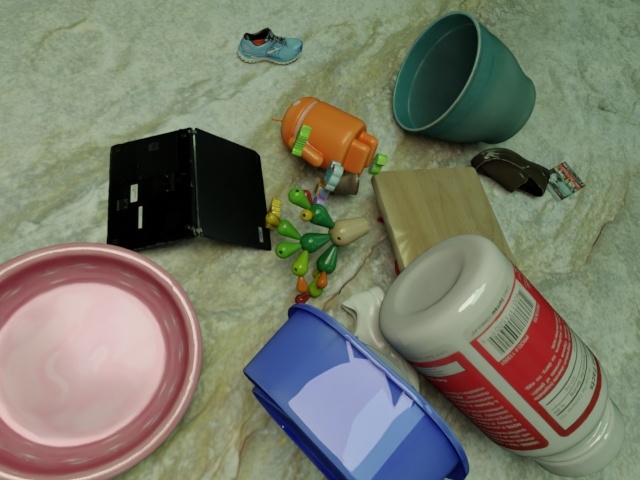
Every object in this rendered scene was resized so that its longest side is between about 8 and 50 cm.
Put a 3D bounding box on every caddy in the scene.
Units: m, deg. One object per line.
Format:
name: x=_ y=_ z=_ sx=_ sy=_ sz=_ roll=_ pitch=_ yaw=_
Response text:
caddy: x=0.048 y=0.240 z=0.638 sx=0.341 sy=0.241 sz=0.179 roll=40 pitch=64 yaw=21

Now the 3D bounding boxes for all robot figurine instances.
robot figurine: x=0.008 y=-0.220 z=0.920 sx=0.220 sy=0.128 sz=0.158 roll=30 pitch=82 yaw=13

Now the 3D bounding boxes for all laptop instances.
laptop: x=-0.251 y=-0.082 z=0.845 sx=0.265 sy=0.136 sz=0.234 roll=-12 pitch=66 yaw=5

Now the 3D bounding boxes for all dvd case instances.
dvd case: x=0.649 y=-0.159 z=1.174 sx=0.120 sy=0.013 sz=0.087 roll=-26 pitch=75 yaw=-28

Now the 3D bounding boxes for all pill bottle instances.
pill bottle: x=0.309 y=0.201 z=0.730 sx=0.408 sy=0.229 sz=0.229 roll=45 pitch=59 yaw=-13

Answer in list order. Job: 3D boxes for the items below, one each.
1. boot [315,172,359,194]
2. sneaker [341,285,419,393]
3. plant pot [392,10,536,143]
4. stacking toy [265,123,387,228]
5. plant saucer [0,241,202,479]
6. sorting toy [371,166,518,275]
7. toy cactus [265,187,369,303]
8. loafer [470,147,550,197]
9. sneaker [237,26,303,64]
boot: x=0.034 y=-0.117 z=0.897 sx=0.087 sy=0.118 sz=0.042 roll=7 pitch=82 yaw=0
sneaker: x=0.103 y=0.194 z=0.799 sx=0.094 sy=0.080 sz=0.212 roll=-17 pitch=65 yaw=-11
plant pot: x=0.359 y=-0.357 z=1.046 sx=0.256 sy=0.272 sz=0.271 roll=12 pitch=61 yaw=-28
stacking toy: x=0.006 y=-0.091 z=0.817 sx=0.167 sy=0.221 sz=0.052 roll=14 pitch=39 yaw=-17
plant saucer: x=-0.344 y=0.170 z=0.630 sx=0.333 sy=0.084 sz=0.331 roll=6 pitch=73 yaw=-19
sorting toy: x=0.245 y=-0.021 z=0.931 sx=0.256 sy=0.089 sz=0.256 roll=-6 pitch=67 yaw=-20
toy cactus: x=0.000 y=0.000 z=0.804 sx=0.181 sy=0.112 sz=0.218 roll=-18 pitch=105 yaw=-19
loafer: x=0.477 y=-0.164 z=1.081 sx=0.220 sy=0.080 sz=0.078 roll=13 pitch=61 yaw=-12
sneaker: x=-0.114 y=-0.467 z=1.043 sx=0.162 sy=0.073 sz=0.063 roll=-14 pitch=70 yaw=-23
